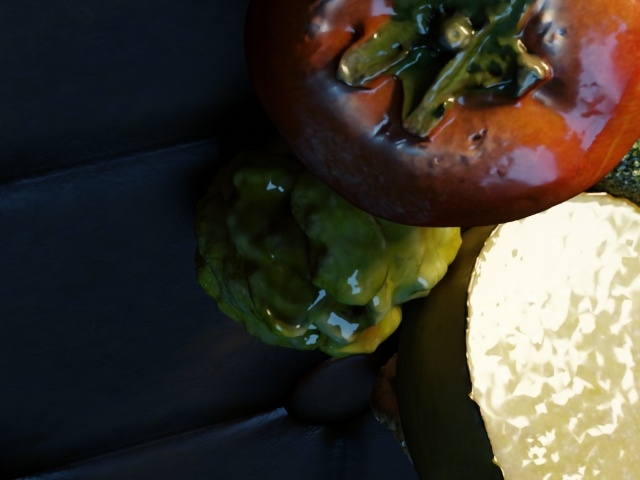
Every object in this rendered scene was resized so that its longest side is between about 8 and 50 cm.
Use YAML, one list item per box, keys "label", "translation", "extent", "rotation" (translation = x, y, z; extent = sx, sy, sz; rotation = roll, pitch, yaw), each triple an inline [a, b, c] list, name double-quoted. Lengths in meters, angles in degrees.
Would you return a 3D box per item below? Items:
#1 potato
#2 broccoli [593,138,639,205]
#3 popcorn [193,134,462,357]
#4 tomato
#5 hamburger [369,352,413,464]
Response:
- label: "potato"
  translation: [0.265, 0.178, 1.455]
  extent: [0.385, 0.442, 0.319]
  rotation: [-27, 177, -27]
- label: "broccoli"
  translation: [0.362, -0.117, 1.436]
  extent: [0.226, 0.198, 0.176]
  rotation: [-41, 102, -13]
- label: "popcorn"
  translation: [0.000, 0.000, 1.349]
  extent: [0.241, 0.235, 0.250]
  rotation: [-10, 161, -44]
- label: "tomato"
  translation: [0.109, -0.182, 1.141]
  extent: [0.341, 0.273, 0.341]
  rotation: [3, 109, 8]
- label: "hamburger"
  translation: [0.174, 0.232, 1.706]
  extent: [0.146, 0.243, 0.286]
  rotation: [-36, 137, 11]
